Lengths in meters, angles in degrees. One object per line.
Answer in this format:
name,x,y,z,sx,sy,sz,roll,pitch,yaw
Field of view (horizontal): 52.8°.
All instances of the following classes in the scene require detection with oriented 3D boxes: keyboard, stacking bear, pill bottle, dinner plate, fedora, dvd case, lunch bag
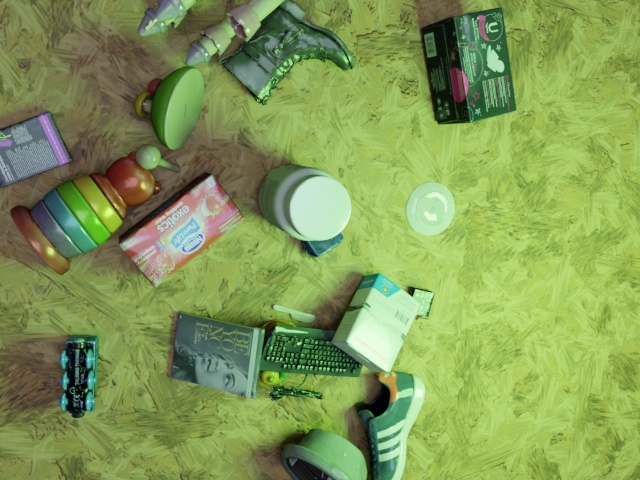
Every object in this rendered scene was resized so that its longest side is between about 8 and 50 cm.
keyboard,-0.021,0.316,1.600,0.317,0.033,0.202,13,102,-36
stacking bear,-0.489,-0.075,1.389,0.289,0.164,0.175,-37,107,-13
pill bottle,-0.040,-0.086,1.449,0.160,0.283,0.161,-3,100,-16
dinner plate,0.292,-0.081,1.692,0.141,0.017,0.141,-3,98,-18
fedora,0.031,0.579,1.636,0.275,0.243,0.124,47,55,-9
dvd case,-0.245,0.269,1.521,0.221,0.018,0.165,10,97,16
lunch bag,0.000,0.000,1.589,0.098,0.065,0.067,-32,92,-16

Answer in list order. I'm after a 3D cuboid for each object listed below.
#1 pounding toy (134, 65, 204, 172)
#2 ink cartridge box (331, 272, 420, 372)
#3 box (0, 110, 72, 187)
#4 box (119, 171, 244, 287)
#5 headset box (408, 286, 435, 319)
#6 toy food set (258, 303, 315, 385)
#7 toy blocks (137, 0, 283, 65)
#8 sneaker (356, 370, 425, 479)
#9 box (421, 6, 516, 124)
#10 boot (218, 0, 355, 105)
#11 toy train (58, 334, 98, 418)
pounding toy,-0.351,-0.276,1.405,0.110,0.183,0.237,20,96,7
ink cartridge box,0.140,0.207,1.621,0.148,0.086,0.203,38,66,-19
box,-0.636,-0.195,1.386,0.162,0.029,0.116,-24,104,-13
box,-0.315,-0.029,1.459,0.257,0.122,0.128,-38,108,-8
headset box,0.261,0.171,1.713,0.062,0.032,0.083,12,96,-18
toy food set,-0.102,0.270,1.598,0.128,0.071,0.218,27,90,-19
toy blocks,-0.287,-0.506,1.305,0.260,0.288,0.309,-45,111,-12
sneaker,0.152,0.507,1.694,0.148,0.131,0.350,16,88,-12
box,0.364,-0.421,1.581,0.142,0.163,0.247,-16,103,-18
boot,-0.076,-0.412,1.501,0.263,0.091,0.229,35,93,-15
toy train,-0.541,0.304,1.454,0.080,0.105,0.184,2,98,-8
